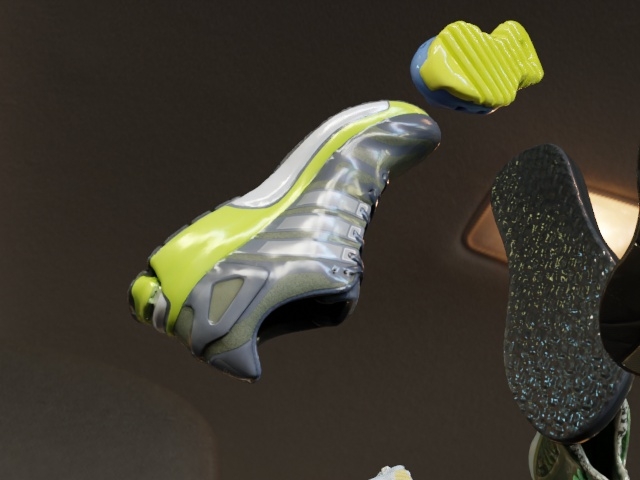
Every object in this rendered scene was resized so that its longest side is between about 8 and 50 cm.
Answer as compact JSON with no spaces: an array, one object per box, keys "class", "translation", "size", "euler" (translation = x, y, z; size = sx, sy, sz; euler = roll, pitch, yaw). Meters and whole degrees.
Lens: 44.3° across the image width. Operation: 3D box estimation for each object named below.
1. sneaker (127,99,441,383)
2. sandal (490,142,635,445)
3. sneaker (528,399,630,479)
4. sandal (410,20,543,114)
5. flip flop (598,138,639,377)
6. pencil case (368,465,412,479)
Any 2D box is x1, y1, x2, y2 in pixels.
[{"class":"sneaker","translation":[0.000,0.000,0.630],"size":[0.121,0.300,0.111],"euler":[43,-22,16]},{"class":"sandal","translation":[0.322,0.055,1.007],"size":[0.168,0.445,0.107],"euler":[-30,-51,34]},{"class":"sneaker","translation":[0.412,0.340,1.217],"size":[0.158,0.182,0.410],"euler":[-11,-63,7]},{"class":"sandal","translation":[0.200,-0.220,1.084],"size":[0.138,0.317,0.126],"euler":[-26,-94,34]},{"class":"flip flop","translation":[0.326,-0.001,0.708],"size":[0.112,0.080,0.277],"euler":[14,-71,39]},{"class":"pencil case","translation":[0.023,0.429,1.172],"size":[0.273,0.113,0.124],"euler":[-16,-91,-4]}]
